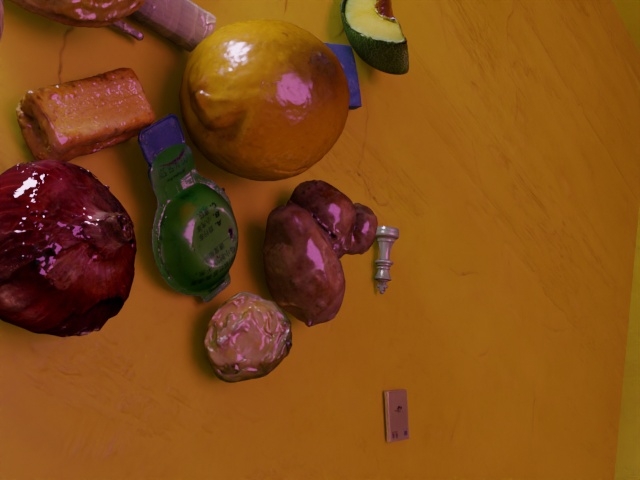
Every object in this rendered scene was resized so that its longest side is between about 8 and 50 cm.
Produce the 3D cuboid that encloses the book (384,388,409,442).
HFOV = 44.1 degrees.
[{"bbox_3d":[0.168,0.386,1.746,0.077,0.014,0.111,8,76,-50],"label":"book"}]

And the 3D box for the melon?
[{"bbox_3d":[0.121,-0.465,1.794,0.169,0.129,0.265,73,6,-52],"label":"melon"}]

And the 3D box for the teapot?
[{"bbox_3d":[-0.282,-0.381,1.339,0.200,0.077,0.107,24,85,-44],"label":"teapot"}]

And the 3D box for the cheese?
[{"bbox_3d":[-0.219,-0.047,1.313,0.204,0.083,0.320,-43,124,-45],"label":"cheese"}]

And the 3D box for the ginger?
[{"bbox_3d":[0.000,0.000,1.521,0.244,0.155,0.304,56,46,-23],"label":"ginger"}]

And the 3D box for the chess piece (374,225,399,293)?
[{"bbox_3d":[0.141,0.045,1.762,0.059,0.059,0.149,18,75,-47],"label":"chess piece"}]

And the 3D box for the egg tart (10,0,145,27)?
[{"bbox_3d":[-0.369,-0.457,1.160,0.294,0.123,0.294,9,72,-27],"label":"egg tart"}]

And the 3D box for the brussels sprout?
[{"bbox_3d":[-0.129,0.170,1.366,0.151,0.122,0.149,0,74,-14],"label":"brussels sprout"}]

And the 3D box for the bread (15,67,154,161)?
[{"bbox_3d":[-0.355,-0.190,1.200,0.211,0.083,0.114,-29,99,-49],"label":"bread"}]

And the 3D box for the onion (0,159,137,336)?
[{"bbox_3d":[-0.346,0.007,1.065,0.252,0.219,0.252,27,58,-53],"label":"onion"}]

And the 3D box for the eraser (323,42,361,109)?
[{"bbox_3d":[-0.025,-0.348,1.653,0.312,0.042,0.144,-8,89,-50],"label":"eraser"}]

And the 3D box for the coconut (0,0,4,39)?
[{"bbox_3d":[-0.538,-0.203,0.803,0.344,0.415,0.415,-29,104,-59],"label":"coconut"}]

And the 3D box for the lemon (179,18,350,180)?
[{"bbox_3d":[-0.096,-0.241,1.369,0.297,0.297,0.297,14,72,-48],"label":"lemon"}]
